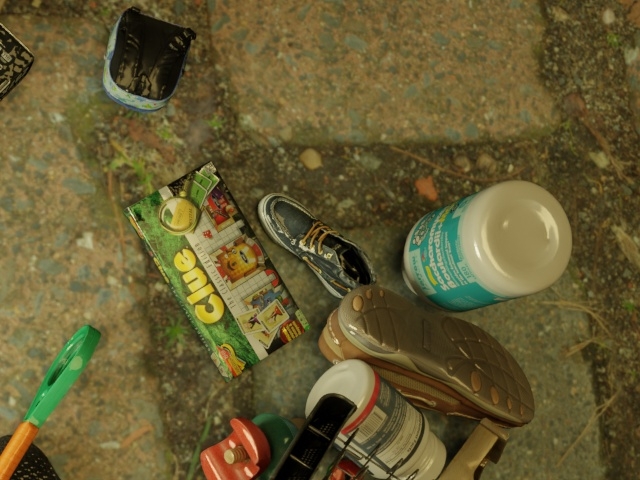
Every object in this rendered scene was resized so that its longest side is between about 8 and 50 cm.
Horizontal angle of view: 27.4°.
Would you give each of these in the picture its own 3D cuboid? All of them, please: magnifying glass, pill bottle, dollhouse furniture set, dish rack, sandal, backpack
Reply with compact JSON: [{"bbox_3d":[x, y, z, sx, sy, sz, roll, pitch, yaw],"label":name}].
[{"bbox_3d":[-0.330,0.199,1.556,0.026,0.092,0.231,39,64,-17],"label":"magnifying glass"},{"bbox_3d":[0.203,0.016,1.722,0.146,0.264,0.146,5,78,-22],"label":"pill bottle"},{"bbox_3d":[0.076,0.243,1.685,0.180,0.108,0.108,43,66,-30],"label":"pill bottle"},{"bbox_3d":[0.262,0.377,1.715,0.242,0.212,0.161,34,68,15],"label":"dollhouse furniture set"},{"bbox_3d":[0.065,0.327,1.510,0.271,0.074,0.208,35,47,1],"label":"dish rack"},{"bbox_3d":[-0.329,0.308,1.565,0.179,0.040,0.067,45,57,1],"label":"sandal"},{"bbox_3d":[-0.228,-0.224,1.686,0.105,0.084,0.114,18,69,-18],"label":"backpack"}]

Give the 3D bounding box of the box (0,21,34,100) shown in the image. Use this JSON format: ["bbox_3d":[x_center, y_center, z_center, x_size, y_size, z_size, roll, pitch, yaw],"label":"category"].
[{"bbox_3d":[-0.545,-0.236,1.562,0.322,0.079,0.257,43,69,-10],"label":"box"}]

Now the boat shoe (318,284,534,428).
[{"bbox_3d":[0.142,0.168,1.753,0.324,0.116,0.123,30,43,-18],"label":"boat shoe"}]

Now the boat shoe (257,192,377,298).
[{"bbox_3d":[0.000,0.000,1.740,0.183,0.083,0.065,44,67,-9],"label":"boat shoe"}]

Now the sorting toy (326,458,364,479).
[{"bbox_3d":[0.016,0.426,1.688,0.132,0.046,0.274,-7,83,-23],"label":"sorting toy"}]

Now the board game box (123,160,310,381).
[{"bbox_3d":[-0.133,0.039,1.709,0.136,0.030,0.259,-32,93,-22],"label":"board game box"}]

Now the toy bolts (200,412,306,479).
[{"bbox_3d":[-0.042,0.331,1.645,0.158,0.218,0.228,-4,59,-49],"label":"toy bolts"}]
